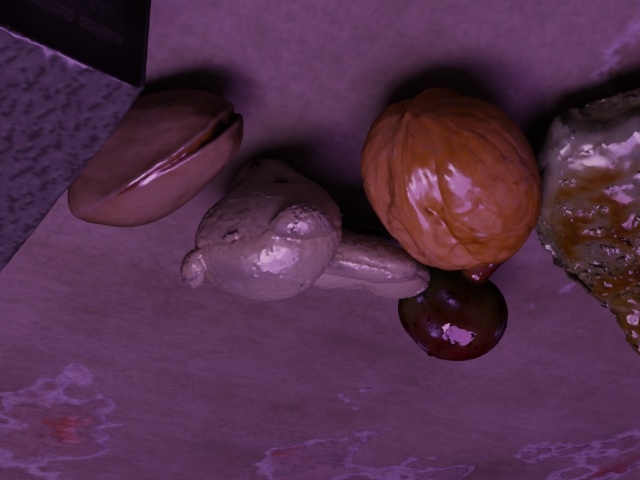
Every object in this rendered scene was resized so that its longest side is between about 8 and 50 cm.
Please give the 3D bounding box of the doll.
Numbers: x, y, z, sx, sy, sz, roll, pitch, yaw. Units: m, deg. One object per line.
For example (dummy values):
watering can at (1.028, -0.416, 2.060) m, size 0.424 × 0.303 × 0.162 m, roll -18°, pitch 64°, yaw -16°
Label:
doll at (-0.004, -0.001, 0.887) m, size 0.175 × 0.149 × 0.278 m, roll -28°, pitch 152°, yaw 28°

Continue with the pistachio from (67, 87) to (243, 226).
pistachio at (-0.150, -0.076, 0.771) m, size 0.185 × 0.126 × 0.108 m, roll -27°, pitch 106°, yaw 19°

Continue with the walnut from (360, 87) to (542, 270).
walnut at (0.123, -0.056, 0.802) m, size 0.159 × 0.159 × 0.206 m, roll -22°, pitch 141°, yaw 21°

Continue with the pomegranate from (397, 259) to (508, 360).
pomegranate at (0.170, 0.071, 1.002) m, size 0.159 × 0.129 × 0.129 m, roll -37°, pitch 134°, yaw 23°

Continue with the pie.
pie at (0.428, -0.029, 0.859) m, size 0.395 × 0.180 × 0.418 m, roll -25°, pitch 132°, yaw 26°

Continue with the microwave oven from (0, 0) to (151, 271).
microwave oven at (-0.371, -0.163, 0.533) m, size 0.432 × 0.236 × 0.374 m, roll 23°, pitch 136°, yaw -31°
